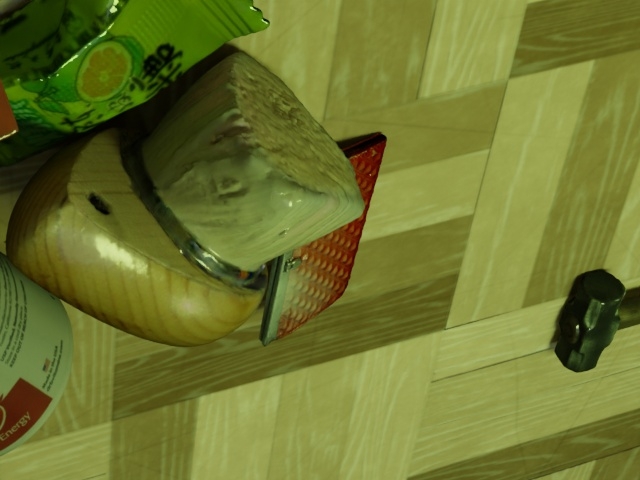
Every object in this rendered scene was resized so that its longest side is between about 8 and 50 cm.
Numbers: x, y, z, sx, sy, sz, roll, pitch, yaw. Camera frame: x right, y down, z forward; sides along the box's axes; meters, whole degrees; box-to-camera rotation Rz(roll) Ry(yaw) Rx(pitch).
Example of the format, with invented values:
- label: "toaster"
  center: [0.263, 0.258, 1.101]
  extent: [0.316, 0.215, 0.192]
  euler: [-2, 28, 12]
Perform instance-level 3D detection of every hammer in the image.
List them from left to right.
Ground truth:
- label: "hammer"
  center: [0.406, 0.042, 1.955]
  extent: [0.365, 0.043, 0.111]
  euler: [-15, 141, -22]

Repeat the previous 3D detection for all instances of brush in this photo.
- label: "brush"
  center: [-0.100, -0.030, 1.365]
  extent: [0.166, 0.174, 0.267]
  euler: [-40, 166, 21]

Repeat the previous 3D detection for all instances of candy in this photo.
- label: "candy"
  center: [-0.169, -0.126, 1.324]
  extent: [0.246, 0.069, 0.149]
  euler: [-32, 147, 7]

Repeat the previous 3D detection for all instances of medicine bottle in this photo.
- label: "medicine bottle"
  center: [-0.310, 0.043, 1.361]
  extent: [0.157, 0.157, 0.289]
  euler: [-35, 144, 9]

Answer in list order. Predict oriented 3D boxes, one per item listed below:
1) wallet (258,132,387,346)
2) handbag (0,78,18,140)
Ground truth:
- label: "wallet"
  center: [0.000, 0.000, 1.616]
  extent: [0.103, 0.020, 0.196]
  euler: [-31, 149, -35]
- label: "handbag"
  center: [-0.299, -0.091, 1.208]
  extent: [0.190, 0.063, 0.127]
  euler: [-28, 111, -27]
